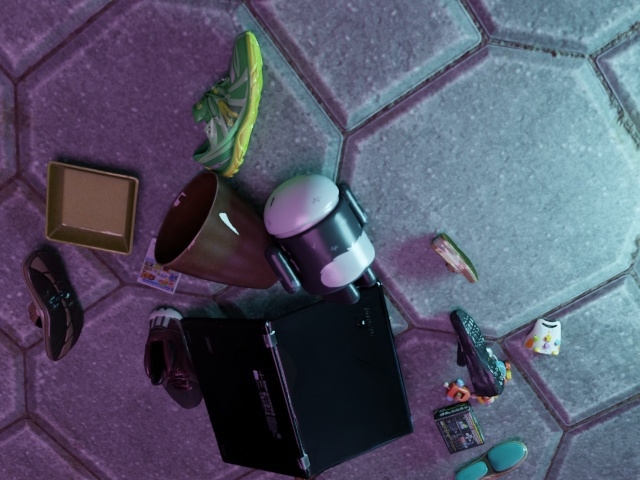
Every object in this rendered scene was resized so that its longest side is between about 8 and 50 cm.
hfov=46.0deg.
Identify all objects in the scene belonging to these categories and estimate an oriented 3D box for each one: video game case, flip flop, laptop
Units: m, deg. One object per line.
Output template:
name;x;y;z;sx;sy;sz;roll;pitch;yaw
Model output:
video game case;-0.351;0.056;1.684;0.087;0.011;0.122;21;116;-9
flip flop;-0.616;0.144;1.697;0.080;0.112;0.276;8;124;28
laptop;-0.053;0.310;1.720;0.408;0.236;0.381;-3;108;36

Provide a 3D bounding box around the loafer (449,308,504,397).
loafer;0.342;0.261;1.717;0.078;0.076;0.223;-22;101;28

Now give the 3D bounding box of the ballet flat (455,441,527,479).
ballet flat;0.435;0.569;1.901;0.206;0.073;0.067;-33;139;20

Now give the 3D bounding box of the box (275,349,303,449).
box;-0.105;0.385;1.788;0.201;0.057;0.293;14;108;0

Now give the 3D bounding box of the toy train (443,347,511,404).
toy train;0.376;0.339;1.784;0.125;0.046;0.166;28;115;-12

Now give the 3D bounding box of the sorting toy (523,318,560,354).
sorting toy;0.516;0.218;1.725;0.083;0.045;0.075;8;98;-2

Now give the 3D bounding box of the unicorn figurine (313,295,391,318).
unicorn figurine;0.066;0.171;1.701;0.111;0.060;0.162;-37;113;23

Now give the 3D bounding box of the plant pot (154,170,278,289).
plant pot;-0.186;0.007;1.561;0.230;0.215;0.215;32;115;-30

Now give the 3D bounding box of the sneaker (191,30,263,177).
sneaker;-0.183;-0.259;1.458;0.124;0.109;0.295;13;118;-9

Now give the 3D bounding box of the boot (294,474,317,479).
boot;0.007;0.498;1.872;0.115;0.112;0.305;43;121;15

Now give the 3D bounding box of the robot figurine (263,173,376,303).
robot figurine;0.000;-0.001;1.535;0.174;0.209;0.278;-25;111;18

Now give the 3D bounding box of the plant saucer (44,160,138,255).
plant saucer;-0.481;-0.074;1.602;0.189;0.045;0.188;11;117;-3

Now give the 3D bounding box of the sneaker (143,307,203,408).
sneaker;-0.349;0.308;1.730;0.107;0.162;0.281;-10;116;7

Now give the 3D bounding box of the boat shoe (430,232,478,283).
boat shoe;0.290;0.044;1.635;0.045;0.050;0.135;-36;101;22

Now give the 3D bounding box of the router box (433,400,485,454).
router box;0.340;0.459;1.853;0.092;0.038;0.122;-20;115;13
